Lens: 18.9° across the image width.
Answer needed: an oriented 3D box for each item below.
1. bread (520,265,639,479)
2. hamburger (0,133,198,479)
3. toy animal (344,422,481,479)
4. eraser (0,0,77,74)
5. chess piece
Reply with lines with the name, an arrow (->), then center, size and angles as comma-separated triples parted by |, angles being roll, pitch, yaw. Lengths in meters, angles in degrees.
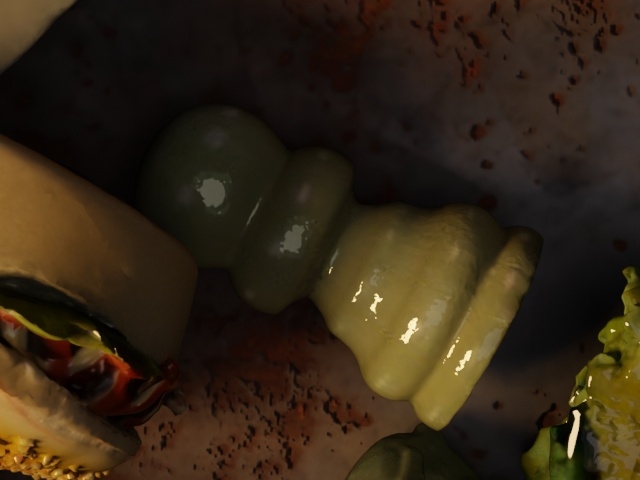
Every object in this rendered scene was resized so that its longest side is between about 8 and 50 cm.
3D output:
bread -> 0.317, 0.184, 1.223 | 0.376, 0.208, 0.251 | 26, 101, 3
hamburger -> -0.216, 0.026, 1.139 | 0.302, 0.302, 0.170 | 29, 82, -9
toy animal -> 0.033, 0.237, 1.300 | 0.108, 0.138, 0.236 | 21, 123, -16
eraser -> -0.217, -0.289, 1.094 | 0.331, 0.150, 0.331 | -8, 109, -23
chess piece -> 0.000, 0.000, 1.238 | 0.251, 0.144, 0.144 | 29, 96, -3
